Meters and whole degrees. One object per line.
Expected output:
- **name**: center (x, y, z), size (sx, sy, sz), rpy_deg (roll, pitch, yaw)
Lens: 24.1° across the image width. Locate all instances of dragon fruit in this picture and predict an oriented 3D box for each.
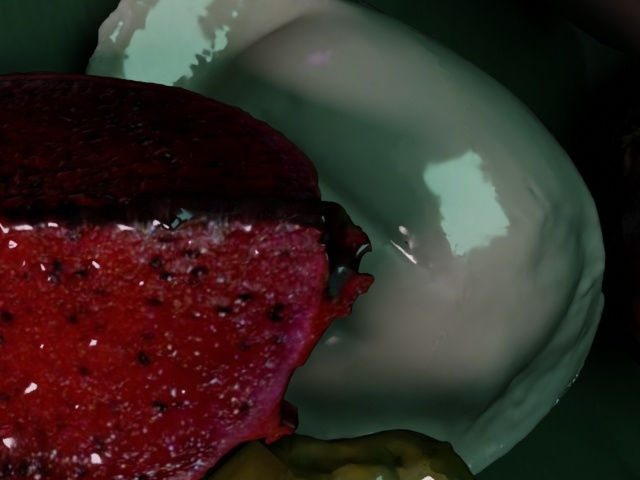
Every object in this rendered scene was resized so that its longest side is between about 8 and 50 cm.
- **dragon fruit**: center (-0.110, 0.013, 0.618), size (0.262, 0.163, 0.189), rpy_deg (-2, 58, 0)

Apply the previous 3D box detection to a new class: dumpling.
- **dumpling**: center (0.001, 0.002, 0.722), size (0.227, 0.243, 0.175), rpy_deg (-49, 157, -7)

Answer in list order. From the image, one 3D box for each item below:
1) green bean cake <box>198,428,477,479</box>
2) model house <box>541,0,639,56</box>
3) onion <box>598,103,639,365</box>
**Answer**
- **green bean cake**: center (-0.049, 0.182, 0.588), size (0.236, 0.233, 0.124), rpy_deg (-46, 114, -50)
- **model house**: center (0.172, -0.201, 0.820), size (0.229, 0.122, 0.188), rpy_deg (34, 67, -1)
- **onion**: center (0.274, -0.023, 0.862), size (0.281, 0.221, 0.281), rpy_deg (7, 69, -20)
